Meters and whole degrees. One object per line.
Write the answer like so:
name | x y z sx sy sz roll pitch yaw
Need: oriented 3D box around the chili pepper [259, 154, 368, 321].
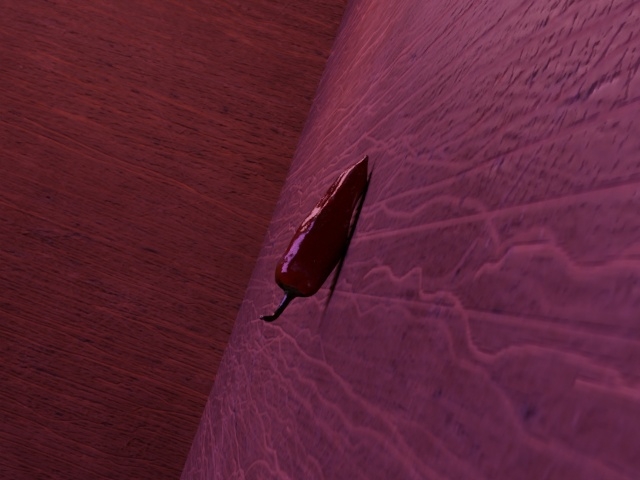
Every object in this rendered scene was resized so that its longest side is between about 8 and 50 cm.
chili pepper | 0.000 0.000 1.294 0.191 0.050 0.059 -59 -1 -11
